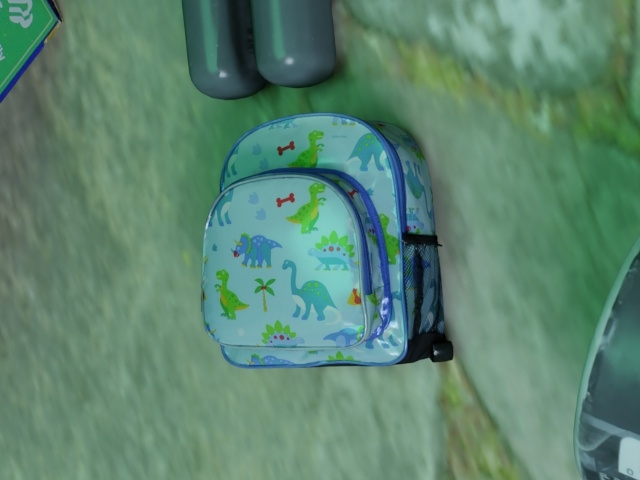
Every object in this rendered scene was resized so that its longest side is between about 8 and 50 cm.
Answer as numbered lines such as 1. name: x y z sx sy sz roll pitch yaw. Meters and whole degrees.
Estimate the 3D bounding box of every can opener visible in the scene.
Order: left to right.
1. can opener: -0.052 -0.209 0.759 0.076 0.095 0.283 -7 88 29

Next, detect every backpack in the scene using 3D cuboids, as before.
1. backpack: 0.000 0.000 0.744 0.105 0.084 0.114 -2 88 26

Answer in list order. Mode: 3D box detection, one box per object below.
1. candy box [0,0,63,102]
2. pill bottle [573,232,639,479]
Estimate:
1. candy box: -0.322 -0.050 0.793 0.268 0.317 0.122 2 137 29
2. pill bottle: 0.228 0.074 0.599 0.246 0.130 0.130 19 100 26
